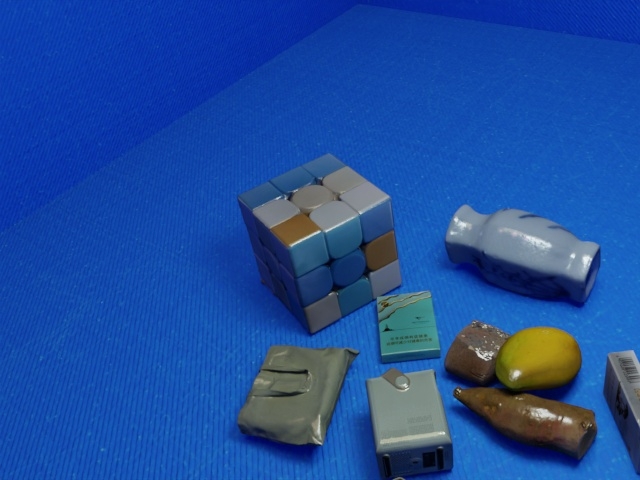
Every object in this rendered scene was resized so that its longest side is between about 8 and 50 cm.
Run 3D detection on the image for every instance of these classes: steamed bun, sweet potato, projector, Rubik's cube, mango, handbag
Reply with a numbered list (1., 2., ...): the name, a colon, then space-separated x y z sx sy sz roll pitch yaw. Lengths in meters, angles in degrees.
1. steamed bun: 0.415 0.287 1.856 0.145 0.106 0.175 18 45 33
2. sweet potato: 0.466 0.413 1.675 0.337 0.131 0.131 9 43 25
3. projector: 0.207 0.423 1.700 0.177 0.163 0.242 -9 41 1
4. Rubik's cube: 0.000 0.000 2.132 0.344 0.346 0.347 -28 42 -18
5. mango: 0.535 0.294 1.757 0.317 0.119 0.176 -15 40 -40
6. handbag: -0.059 0.394 1.852 0.253 0.109 0.316 1 40 23

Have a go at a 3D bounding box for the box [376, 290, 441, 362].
1. box: 0.245 0.240 2.011 0.162 0.041 0.229 -7 39 6

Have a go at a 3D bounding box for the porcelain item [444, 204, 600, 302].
1. porcelain item: 0.570 0.032 2.029 0.405 0.242 0.178 18 66 29

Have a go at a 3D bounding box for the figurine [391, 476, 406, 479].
1. figurine: 0.156 0.625 1.481 0.309 0.143 0.308 2 24 -1

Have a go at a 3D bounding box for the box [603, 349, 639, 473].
1. box: 0.712 0.385 1.620 0.067 0.149 0.233 -10 38 7
